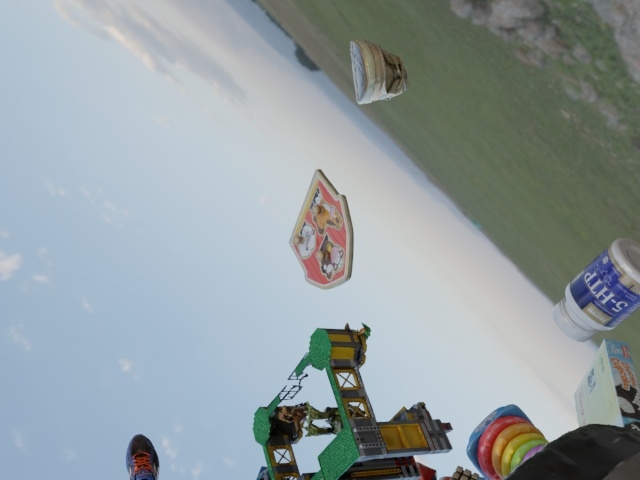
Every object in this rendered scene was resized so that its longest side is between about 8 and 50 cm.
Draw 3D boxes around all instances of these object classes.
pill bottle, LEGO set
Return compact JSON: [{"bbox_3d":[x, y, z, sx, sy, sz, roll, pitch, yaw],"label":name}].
[{"bbox_3d":[0.507,0.095,1.228,0.112,0.187,0.112,20,-141,-17],"label":"pill bottle"},{"bbox_3d":[0.051,0.292,1.061,0.192,0.331,0.255,7,-144,-31],"label":"LEGO set"}]

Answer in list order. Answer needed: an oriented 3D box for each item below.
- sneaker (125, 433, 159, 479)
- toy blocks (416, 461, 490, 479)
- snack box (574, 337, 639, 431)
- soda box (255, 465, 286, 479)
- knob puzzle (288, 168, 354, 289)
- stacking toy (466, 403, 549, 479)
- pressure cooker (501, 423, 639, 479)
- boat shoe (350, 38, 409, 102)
[{"bbox_3d":[-0.423,0.569,1.662,0.083,0.087,0.221,-5,-127,-21],"label":"sneaker"},{"bbox_3d":[0.307,0.583,1.416,0.381,0.191,0.261,16,133,30],"label":"toy blocks"},{"bbox_3d":[0.597,0.379,1.415,0.060,0.187,0.322,13,-143,3],"label":"snack box"},{"bbox_3d":[-0.123,0.719,1.902,0.071,0.067,0.210,-67,-28,-51],"label":"soda box"},{"bbox_3d":[0.000,0.000,1.193,0.030,0.213,0.213,0,-145,-31],"label":"knob puzzle"},{"bbox_3d":[0.469,0.494,1.509,0.166,0.175,0.302,51,171,-12],"label":"stacking toy"},{"bbox_3d":[0.232,0.346,0.342,0.420,0.376,0.369,34,-170,38],"label":"pressure cooker"},{"bbox_3d":[0.108,-0.301,1.235,0.302,0.098,0.109,-56,-42,-84],"label":"boat shoe"}]
